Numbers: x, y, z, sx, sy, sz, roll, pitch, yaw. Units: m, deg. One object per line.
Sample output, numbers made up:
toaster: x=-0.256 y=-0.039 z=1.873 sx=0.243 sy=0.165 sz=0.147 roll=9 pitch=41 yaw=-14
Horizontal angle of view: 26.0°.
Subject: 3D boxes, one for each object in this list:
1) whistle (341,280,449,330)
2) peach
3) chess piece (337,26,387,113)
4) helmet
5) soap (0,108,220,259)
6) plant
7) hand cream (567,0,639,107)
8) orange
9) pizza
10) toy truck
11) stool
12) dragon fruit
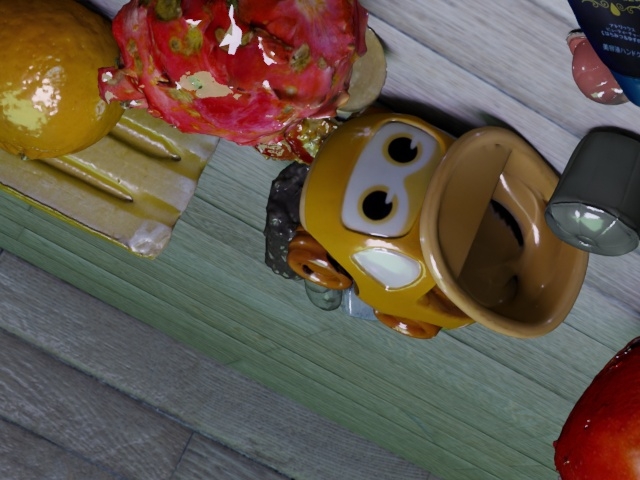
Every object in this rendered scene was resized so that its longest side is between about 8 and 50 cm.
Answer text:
whistle: x=0.123 y=0.062 z=1.784 sx=0.223 sy=0.122 sz=0.123 roll=-8 pitch=178 yaw=-26
peach: x=0.461 y=0.280 z=1.642 sx=0.370 sy=0.370 sz=0.370 roll=23 pitch=163 yaw=7
chess piece: x=-0.021 y=-0.169 z=1.426 sx=0.090 sy=0.090 sz=0.200 roll=34 pitch=164 yaw=-27
helmet: x=0.241 y=-0.142 z=1.185 sx=0.084 sy=0.049 sz=0.065 roll=16 pitch=162 yaw=29
soap: x=-0.314 y=-0.120 z=1.823 sx=0.315 sy=0.199 sz=0.091 roll=26 pitch=170 yaw=-8
plant: x=-0.001 y=0.001 z=1.809 sx=0.149 sy=0.146 sz=0.274 roll=20 pitch=163 yaw=9
hand cream: x=0.220 y=-0.204 z=1.040 sx=0.120 sy=0.061 sz=0.270 roll=14 pitch=152 yaw=45
orange: x=-0.332 y=-0.196 z=1.636 sx=0.219 sy=0.193 sz=0.219 roll=7 pitch=162 yaw=2
pizza: x=-0.023 y=-0.120 z=1.625 sx=0.199 sy=0.062 sz=0.188 roll=18 pitch=164 yaw=22
toy truck: x=0.123 y=-0.014 z=1.484 sx=0.288 sy=0.204 sz=0.212 roll=35 pitch=159 yaw=-28
stool: x=0.273 y=-0.045 z=1.329 sx=0.096 sy=0.110 sz=0.096 roll=22 pitch=162 yaw=7
dragon fruit: x=-0.085 y=-0.183 z=1.251 sx=0.268 sy=0.210 sz=0.205 roll=-19 pitch=130 yaw=33
